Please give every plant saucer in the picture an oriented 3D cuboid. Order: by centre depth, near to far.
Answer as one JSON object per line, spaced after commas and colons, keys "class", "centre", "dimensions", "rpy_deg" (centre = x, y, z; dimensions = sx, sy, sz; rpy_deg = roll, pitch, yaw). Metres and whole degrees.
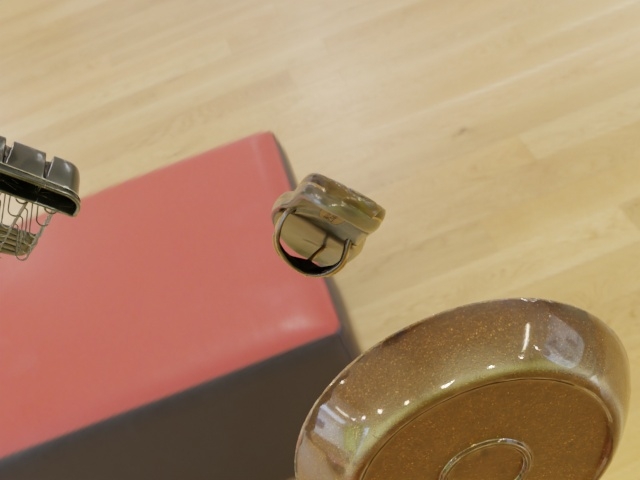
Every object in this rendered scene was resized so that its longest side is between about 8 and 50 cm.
{"class": "plant saucer", "centre": [0.072, 0.099, 0.418], "dimensions": [0.168, 0.168, 0.029], "rpy_deg": [-21, 39, 1]}

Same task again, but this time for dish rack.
{"class": "dish rack", "centre": [-0.445, -0.045, 1.170], "dimensions": [0.271, 0.208, 0.074], "rpy_deg": [-42, 35, 45]}

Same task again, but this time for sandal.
{"class": "sandal", "centre": [0.000, 0.000, 0.738], "dimensions": [0.090, 0.219, 0.060], "rpy_deg": [24, 79, -7]}
